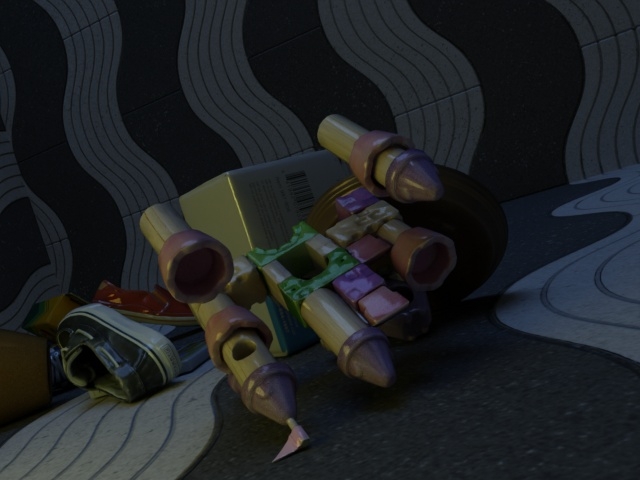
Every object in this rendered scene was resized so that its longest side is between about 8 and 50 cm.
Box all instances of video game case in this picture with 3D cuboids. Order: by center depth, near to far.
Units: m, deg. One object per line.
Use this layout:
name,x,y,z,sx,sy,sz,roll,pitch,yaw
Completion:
video game case,-0.288,0.227,1.234,0.194,0.023,0.212,-17,1,11

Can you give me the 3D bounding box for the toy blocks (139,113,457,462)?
toy blocks,0.020,0.074,0.701,0.289,0.308,0.260,-30,39,-16

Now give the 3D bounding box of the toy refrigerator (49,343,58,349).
toy refrigerator,-0.685,0.303,1.611,0.102,0.094,0.270,-20,3,-44

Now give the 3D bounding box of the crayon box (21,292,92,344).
crayon box,-0.582,0.216,1.627,0.319,0.202,0.081,-16,45,54

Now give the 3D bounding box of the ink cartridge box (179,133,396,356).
ink cartridge box,0.000,0.000,1.153,0.395,0.285,0.166,-19,2,-41

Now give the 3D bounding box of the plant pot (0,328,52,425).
plant pot,-0.613,0.243,1.184,0.255,0.237,0.237,-5,-2,-19

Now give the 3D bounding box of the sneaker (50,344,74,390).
sneaker,-0.574,0.272,1.358,0.282,0.099,0.153,-24,-4,9

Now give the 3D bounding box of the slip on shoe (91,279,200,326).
slip on shoe,-0.403,0.162,1.692,0.332,0.101,0.123,10,-10,-13

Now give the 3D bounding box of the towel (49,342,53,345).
towel,-0.810,0.351,1.864,0.228,0.076,0.308,-8,7,34

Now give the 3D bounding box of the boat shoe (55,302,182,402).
boat shoe,-0.372,0.185,1.115,0.335,0.121,0.119,1,24,45

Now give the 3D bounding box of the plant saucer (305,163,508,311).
plant saucer,0.114,0.013,0.910,0.278,0.277,0.041,-17,41,19
